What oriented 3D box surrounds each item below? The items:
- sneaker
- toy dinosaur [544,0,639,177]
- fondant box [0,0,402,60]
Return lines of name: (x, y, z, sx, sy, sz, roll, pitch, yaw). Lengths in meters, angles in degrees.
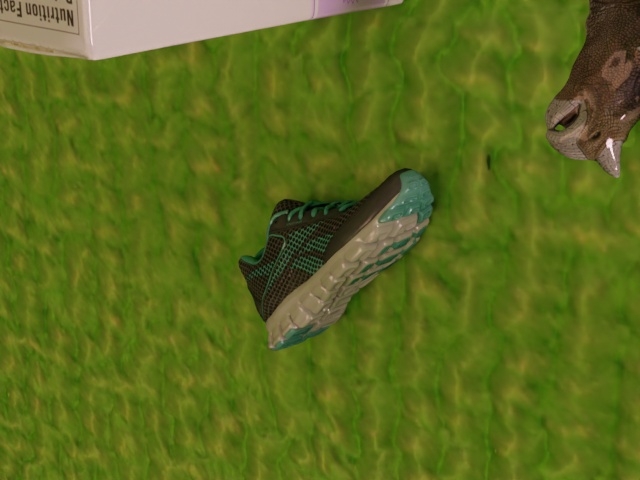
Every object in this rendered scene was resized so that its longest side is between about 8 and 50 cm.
sneaker: (0.000, 0.000, 0.685, 0.166, 0.065, 0.076, -45, 71, 39)
toy dinosaur: (0.184, -0.176, 0.451, 0.160, 0.121, 0.313, 41, 123, 8)
fondant box: (-0.054, -0.266, 0.517, 0.096, 0.238, 0.330, 17, 115, 34)
